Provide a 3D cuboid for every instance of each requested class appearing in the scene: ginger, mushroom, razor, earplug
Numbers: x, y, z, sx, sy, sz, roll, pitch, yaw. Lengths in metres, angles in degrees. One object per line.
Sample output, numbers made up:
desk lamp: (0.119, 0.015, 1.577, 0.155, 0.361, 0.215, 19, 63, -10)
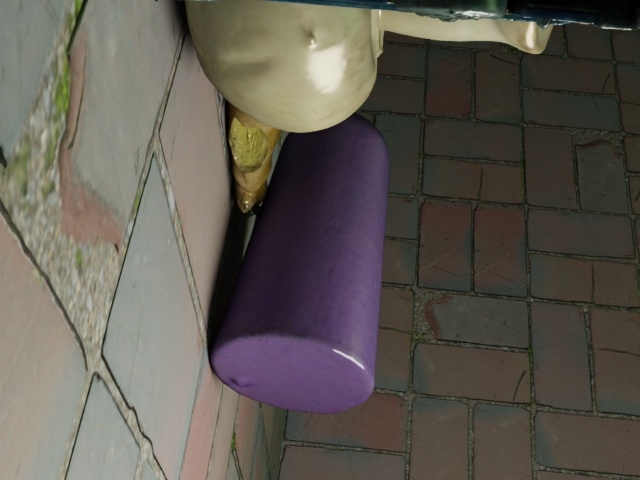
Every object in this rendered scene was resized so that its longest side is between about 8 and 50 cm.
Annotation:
ginger: (-0.080, -0.145, 1.033, 0.295, 0.086, 0.131, 105, -18, -52)
mushroom: (-0.001, -0.238, 0.716, 0.356, 0.315, 0.315, 48, -35, 44)
razor: (-0.107, 0.017, 1.253, 0.068, 0.040, 0.135, 75, 27, -80)
earplug: (0.000, 0.000, 1.158, 0.215, 0.215, 0.456, 92, 8, -54)

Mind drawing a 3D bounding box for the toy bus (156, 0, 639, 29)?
toy bus: (0.019, -0.202, 0.444, 0.190, 0.312, 0.152, -70, 165, -72)
